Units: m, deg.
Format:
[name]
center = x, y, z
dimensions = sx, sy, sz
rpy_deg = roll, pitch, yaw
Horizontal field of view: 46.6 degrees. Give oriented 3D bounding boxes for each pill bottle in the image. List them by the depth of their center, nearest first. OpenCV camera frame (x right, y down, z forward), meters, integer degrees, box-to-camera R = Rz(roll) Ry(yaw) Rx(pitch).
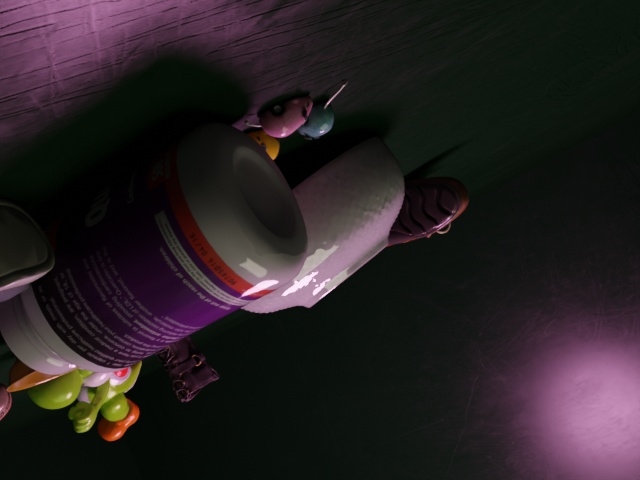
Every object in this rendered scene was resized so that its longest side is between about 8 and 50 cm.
[pill bottle]
center = -0.186, 0.024, 0.790
dimensions = 0.323, 0.181, 0.181
rpy_deg = -28, 172, 20

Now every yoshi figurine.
[yoshi figurine]
center = -0.516, 0.311, 1.581
dimensions = 0.204, 0.203, 0.362
rpy_deg = 6, 148, 5

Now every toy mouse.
[toy mouse]
center = -0.025, -0.130, 0.835
dimensions = 0.143, 0.031, 0.161
rpy_deg = -27, 172, 13

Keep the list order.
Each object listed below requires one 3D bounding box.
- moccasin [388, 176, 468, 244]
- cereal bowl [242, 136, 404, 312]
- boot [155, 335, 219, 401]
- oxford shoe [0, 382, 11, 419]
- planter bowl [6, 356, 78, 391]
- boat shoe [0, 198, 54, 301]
[moccasin]
center = 0.209, -0.058, 1.707
dimensions = 0.147, 0.139, 0.380
rpy_deg = -22, 172, -32
[cereal bowl]
center = 0.000, 0.000, 1.134
dimensions = 0.339, 0.141, 0.339
rpy_deg = -39, 176, -3
[boot]
center = -0.362, 0.277, 1.766
dimensions = 0.091, 0.229, 0.263
rpy_deg = -30, 171, 32
[oxford shoe]
center = -0.756, 0.352, 1.406
dimensions = 0.348, 0.123, 0.130
rpy_deg = -21, 166, -37
[planter bowl]
center = -0.456, 0.178, 1.301
dimensions = 0.217, 0.090, 0.217
rpy_deg = -25, 173, -3
[boat shoe]
center = -0.332, 0.026, 0.579
dimensions = 0.099, 0.116, 0.319
rpy_deg = -31, 177, 11
